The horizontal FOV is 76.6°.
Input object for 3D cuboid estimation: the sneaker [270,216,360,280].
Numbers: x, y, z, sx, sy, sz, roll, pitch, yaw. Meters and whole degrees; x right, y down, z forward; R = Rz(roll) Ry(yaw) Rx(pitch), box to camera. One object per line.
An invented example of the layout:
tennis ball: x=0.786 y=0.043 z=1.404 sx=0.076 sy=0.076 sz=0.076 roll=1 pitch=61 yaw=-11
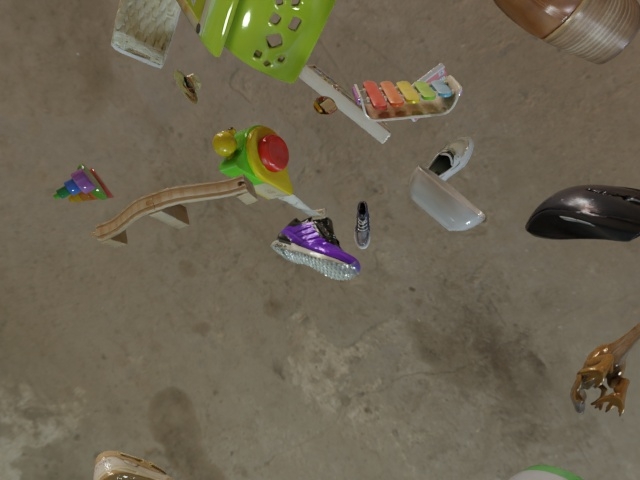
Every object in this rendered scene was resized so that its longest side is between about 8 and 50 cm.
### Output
sneaker: x=-0.001 y=-0.001 z=1.065 sx=0.146 sy=0.293 sz=0.102 roll=-57 pitch=136 yaw=-17

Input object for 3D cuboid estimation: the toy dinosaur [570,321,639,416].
toy dinosaur: x=0.369 y=0.150 z=0.516 sx=0.064 sy=0.112 sz=0.211 roll=34 pitch=125 yaw=19

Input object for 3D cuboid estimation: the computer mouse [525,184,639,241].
computer mouse: x=0.421 y=-0.060 z=0.542 sx=0.184 sy=0.262 sz=0.060 roll=-31 pitch=107 yaw=-16

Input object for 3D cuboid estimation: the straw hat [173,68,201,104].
straw hat: x=-0.501 y=-0.612 z=1.580 sx=0.061 sy=0.144 sz=0.144 roll=-42 pitch=95 yaw=-22

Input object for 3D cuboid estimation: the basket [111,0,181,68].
basket: x=-0.368 y=-0.479 z=0.867 sx=0.113 sy=0.103 sz=0.167 roll=16 pitch=90 yaw=-27

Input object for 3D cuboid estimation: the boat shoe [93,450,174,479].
boat shoe: x=-0.237 y=0.330 z=0.550 sx=0.063 sy=0.059 sz=0.170 roll=-39 pitch=130 yaw=-15

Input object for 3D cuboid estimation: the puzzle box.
puzzle box: x=0.105 y=-0.553 z=1.621 sx=0.409 sy=0.272 sz=0.052 roll=36 pitch=113 yaw=-10

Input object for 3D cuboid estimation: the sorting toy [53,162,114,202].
sorting toy: x=-0.754 y=-0.156 z=1.269 sx=0.126 sy=0.365 sz=0.127 roll=-34 pitch=106 yaw=-14

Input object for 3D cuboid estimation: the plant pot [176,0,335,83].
plant pot: x=-0.129 y=-0.461 z=0.742 sx=0.207 sy=0.227 sz=0.228 roll=-5 pitch=54 yaw=-39

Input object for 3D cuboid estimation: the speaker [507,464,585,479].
speaker: x=0.180 y=0.334 z=0.360 sx=0.297 sy=0.131 sz=0.131 roll=-14 pitch=94 yaw=-46

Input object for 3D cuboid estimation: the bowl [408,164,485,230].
bowl: x=0.213 y=-0.068 z=0.705 sx=0.142 sy=0.142 sz=0.053 roll=45 pitch=111 yaw=13

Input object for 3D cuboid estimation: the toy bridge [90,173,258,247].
toy bridge: x=-0.168 y=-0.033 z=0.444 sx=0.188 sy=0.063 sz=0.026 roll=-17 pitch=76 yaw=7

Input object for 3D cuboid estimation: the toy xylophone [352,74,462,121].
toy xylophone: x=0.252 y=-0.449 z=1.251 sx=0.323 sy=0.236 sz=0.081 roll=-11 pitch=131 yaw=-7

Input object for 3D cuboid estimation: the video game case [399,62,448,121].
video game case: x=0.439 y=-0.603 z=1.680 sx=0.204 sy=0.285 sz=0.025 roll=-34 pitch=75 yaw=20

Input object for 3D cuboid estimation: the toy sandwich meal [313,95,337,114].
toy sandwich meal: x=0.015 y=-0.463 z=1.382 sx=0.086 sy=0.029 sz=0.085 roll=0 pitch=71 yaw=0

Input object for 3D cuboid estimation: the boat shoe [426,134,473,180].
boat shoe: x=0.376 y=-0.231 z=1.187 sx=0.083 sy=0.076 sz=0.226 roll=36 pitch=81 yaw=18

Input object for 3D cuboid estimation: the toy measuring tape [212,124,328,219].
toy measuring tape: x=-0.084 y=-0.142 z=0.816 sx=0.122 sy=0.330 sz=0.121 roll=-12 pitch=68 yaw=32

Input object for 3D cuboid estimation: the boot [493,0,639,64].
boot: x=0.243 y=-0.336 z=0.485 sx=0.220 sy=0.109 sz=0.283 roll=25 pitch=55 yaw=-10

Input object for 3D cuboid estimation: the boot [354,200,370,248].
boot: x=0.170 y=-0.066 z=1.676 sx=0.069 sy=0.086 sz=0.189 roll=-3 pitch=68 yaw=9
